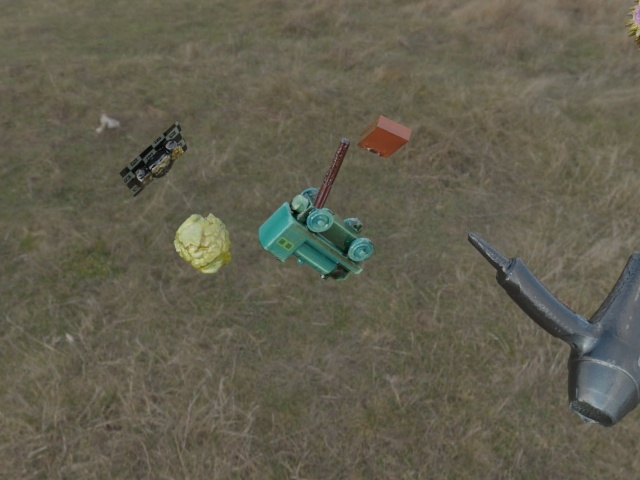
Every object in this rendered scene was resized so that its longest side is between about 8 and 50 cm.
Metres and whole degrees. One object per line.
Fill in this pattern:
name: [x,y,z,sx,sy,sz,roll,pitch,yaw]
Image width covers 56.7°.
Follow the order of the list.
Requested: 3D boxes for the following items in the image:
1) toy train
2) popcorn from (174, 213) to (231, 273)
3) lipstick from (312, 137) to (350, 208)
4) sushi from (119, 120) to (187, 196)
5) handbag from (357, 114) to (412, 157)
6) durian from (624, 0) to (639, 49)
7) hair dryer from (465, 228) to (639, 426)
toy train: [0.000,0.000,1.529,0.298,0.194,0.120,35,20,-37]
popcorn: [-0.220,0.003,1.139,0.116,0.106,0.121,31,-2,-4]
lipstick: [0.025,-0.149,1.332,0.027,0.176,0.027,19,28,-11]
sushi: [-0.442,-0.207,1.653,0.050,0.192,0.215,42,75,7]
handbag: [0.220,-0.361,2.085,0.127,0.190,0.062,21,72,-13]
durian: [0.763,-0.475,1.255,0.261,0.186,0.154,-36,23,-5]
hair dryer: [0.290,0.055,0.696,0.272,0.091,0.235,38,64,-7]
